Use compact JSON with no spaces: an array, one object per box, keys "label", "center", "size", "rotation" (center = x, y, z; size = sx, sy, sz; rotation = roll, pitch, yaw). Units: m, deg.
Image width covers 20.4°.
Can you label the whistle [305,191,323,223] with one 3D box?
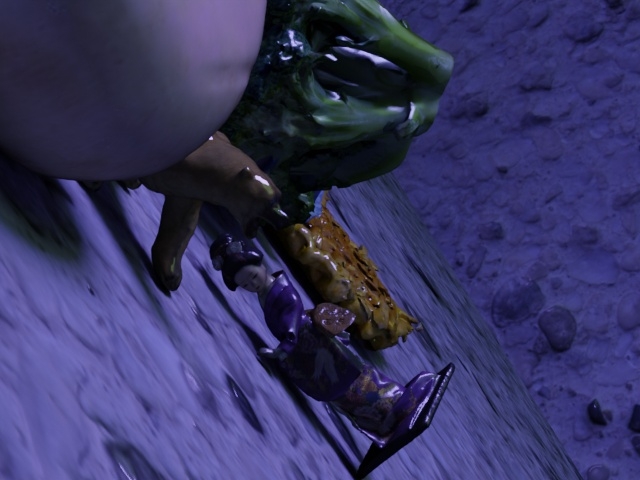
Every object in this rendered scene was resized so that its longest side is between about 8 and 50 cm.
[{"label":"whistle","center":[-0.061,-0.120,1.679],"size":[0.062,0.062,0.304],"rotation":[49,6,-40]}]

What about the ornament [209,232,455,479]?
[{"label":"ornament","center":[-0.007,0.077,1.279],"size":[0.203,0.088,0.081],"rotation":[40,34,-14]}]

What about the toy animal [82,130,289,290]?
[{"label":"toy animal","center":[-0.100,-0.062,1.148],"size":[0.103,0.101,0.218],"rotation":[51,7,-40]}]

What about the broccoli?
[{"label":"broccoli","center":[-0.029,-0.143,1.448],"size":[0.245,0.294,0.265],"rotation":[18,52,-12]}]

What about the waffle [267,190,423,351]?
[{"label":"waffle","center":[-0.002,0.001,1.747],"size":[0.254,0.052,0.245],"rotation":[56,9,21]}]

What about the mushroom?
[{"label":"mushroom","center":[-0.140,-0.154,0.992],"size":[0.246,0.202,0.246],"rotation":[3,86,-54]}]
